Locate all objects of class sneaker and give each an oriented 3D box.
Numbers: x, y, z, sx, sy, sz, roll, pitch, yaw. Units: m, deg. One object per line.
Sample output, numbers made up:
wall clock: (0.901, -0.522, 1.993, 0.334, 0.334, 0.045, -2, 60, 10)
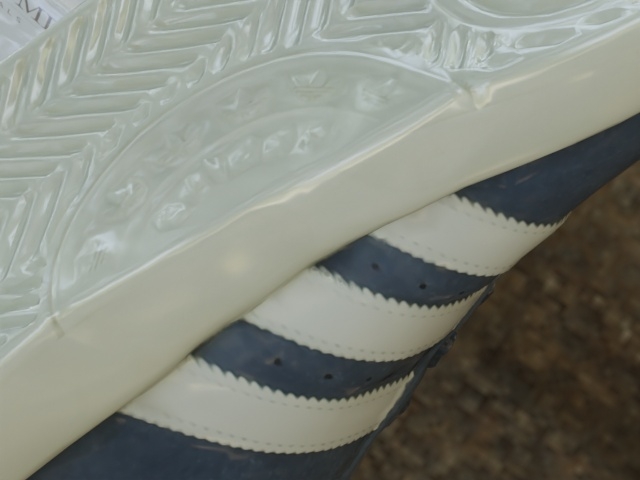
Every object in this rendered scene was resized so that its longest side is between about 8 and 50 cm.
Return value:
sneaker: (0.000, 0.000, 0.513, 0.350, 0.131, 0.148, -31, -42, -3)

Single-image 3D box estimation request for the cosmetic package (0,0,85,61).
cosmetic package: (-0.129, -0.075, 0.811, 0.085, 0.117, 0.231, -47, -3, -32)
